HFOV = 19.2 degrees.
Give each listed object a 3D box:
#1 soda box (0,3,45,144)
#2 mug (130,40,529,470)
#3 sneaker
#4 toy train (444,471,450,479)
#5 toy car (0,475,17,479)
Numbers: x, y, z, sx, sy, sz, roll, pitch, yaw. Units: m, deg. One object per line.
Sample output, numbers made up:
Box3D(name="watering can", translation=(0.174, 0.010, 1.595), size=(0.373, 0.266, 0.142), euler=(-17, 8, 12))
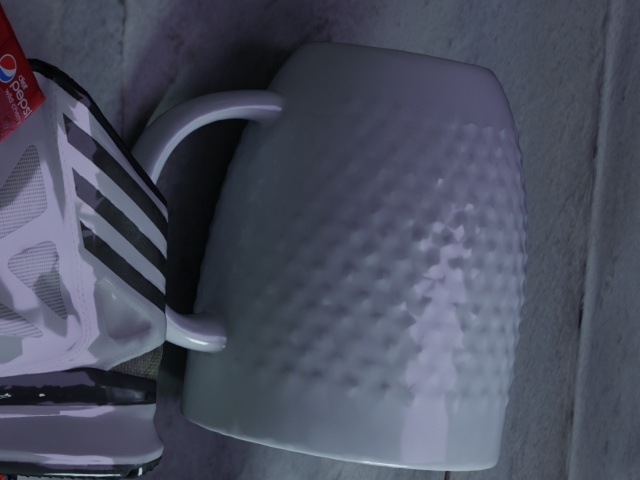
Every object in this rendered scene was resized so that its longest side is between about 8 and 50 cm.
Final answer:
Box3D(name="soda box", translation=(-0.278, -0.097, 1.001), size=(0.092, 0.263, 0.083), euler=(-52, 139, -33))
Box3D(name="mug", translation=(0.000, 0.000, 1.579), size=(0.374, 0.276, 0.328), euler=(8, 92, -30))
Box3D(name="sneaker", translation=(-0.284, 0.001, 1.108), size=(0.447, 0.169, 0.257), euler=(7, 88, -38))
Box3D(name="toy train", translation=(0.060, 0.291, 1.654), size=(0.143, 0.105, 0.248), euler=(36, 63, -61))
Box3D(name="toy car", translation=(-0.239, 0.101, 1.392), size=(0.225, 0.053, 0.239), euler=(-49, 143, -38))
